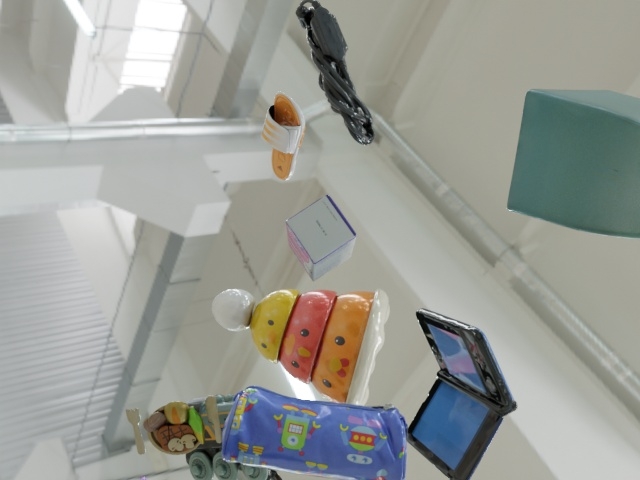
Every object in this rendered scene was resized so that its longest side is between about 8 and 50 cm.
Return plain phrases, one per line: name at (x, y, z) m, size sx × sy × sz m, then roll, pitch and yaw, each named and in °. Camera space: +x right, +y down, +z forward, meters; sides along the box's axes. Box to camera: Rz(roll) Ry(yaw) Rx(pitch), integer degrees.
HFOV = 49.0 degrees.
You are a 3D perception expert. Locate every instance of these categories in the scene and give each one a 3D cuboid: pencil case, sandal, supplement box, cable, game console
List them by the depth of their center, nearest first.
cable at (0.017, -0.194, 0.859) m, size 0.150 × 0.047 × 0.184 m, roll 83°, pitch -16°, yaw -80°
pencil case at (-0.004, 0.313, 1.129) m, size 0.119 × 0.306 × 0.133 m, roll 104°, pitch -6°, yaw -80°
game console at (0.240, 0.298, 1.405) m, size 0.250 × 0.173 × 0.293 m, roll 64°, pitch -13°, yaw -9°
supplement box at (0.000, 0.000, 1.548) m, size 0.111 × 0.114 × 0.220 m, roll 55°, pitch -7°, yaw 11°
sandal at (-0.103, -0.243, 1.762) m, size 0.102 × 0.076 × 0.265 m, roll 37°, pitch -39°, yaw 26°

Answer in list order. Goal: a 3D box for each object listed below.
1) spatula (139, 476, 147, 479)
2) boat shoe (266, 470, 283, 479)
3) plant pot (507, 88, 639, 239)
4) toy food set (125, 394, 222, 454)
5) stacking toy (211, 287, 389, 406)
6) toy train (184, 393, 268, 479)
spatula at (-0.541, 0.744, 1.827) m, size 0.030 × 0.296 × 0.084 m, roll -4°, pitch -66°, yaw 38°
boat shoe at (-0.120, 0.562, 1.672) m, size 0.038 × 0.046 × 0.125 m, roll -29°, pitch -87°, yaw 38°
plant pot at (0.389, -0.089, 0.880) m, size 0.234 × 0.165 × 0.165 m, roll 33°, pitch -57°, yaw 53°
toy food set at (-0.310, 0.403, 1.493) m, size 0.038 × 0.192 × 0.132 m, roll -105°, pitch -174°, yaw -74°
stacking toy at (-0.071, 0.251, 1.924) m, size 0.480 × 0.350 × 0.351 m, roll 15°, pitch -66°, yaw 6°
toy train at (-0.195, 0.444, 1.596) m, size 0.334 × 0.142 × 0.190 m, roll -16°, pitch -94°, yaw 38°
